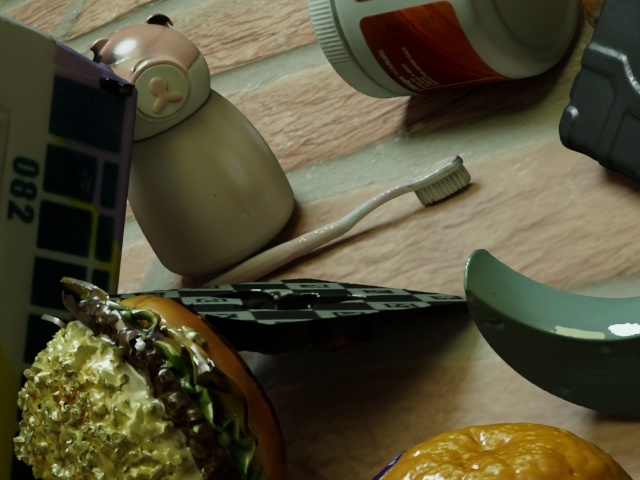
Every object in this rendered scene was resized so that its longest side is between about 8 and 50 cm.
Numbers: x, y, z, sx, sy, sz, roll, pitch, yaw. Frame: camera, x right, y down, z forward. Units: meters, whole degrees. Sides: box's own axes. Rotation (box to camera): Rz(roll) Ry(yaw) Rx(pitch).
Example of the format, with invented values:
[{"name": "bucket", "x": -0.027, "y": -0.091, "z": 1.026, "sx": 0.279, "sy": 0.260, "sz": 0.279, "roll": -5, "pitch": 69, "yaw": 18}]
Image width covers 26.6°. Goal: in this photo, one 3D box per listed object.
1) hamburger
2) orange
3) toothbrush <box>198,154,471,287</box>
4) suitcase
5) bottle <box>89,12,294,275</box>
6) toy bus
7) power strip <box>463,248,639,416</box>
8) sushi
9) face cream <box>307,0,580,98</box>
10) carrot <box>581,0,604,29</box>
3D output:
[{"name": "hamburger", "x": -0.127, "y": 0.144, "z": 0.963, "sx": 0.139, "sy": 0.261, "sz": 0.243, "roll": -30, "pitch": 29, "yaw": -29}, {"name": "orange", "x": 0.102, "y": 0.182, "z": 0.763, "sx": 0.177, "sy": 0.155, "sz": 0.177, "roll": -18, "pitch": -1, "yaw": 0}, {"name": "toothbrush", "x": 0.000, "y": 0.000, "z": 1.240, "sx": 0.307, "sy": 0.029, "sz": 0.025, "roll": -26, "pitch": 22, "yaw": 21}, {"name": "suitcase", "x": 0.288, "y": -0.174, "z": 1.000, "sx": 0.206, "sy": 0.066, "sz": 0.285, "roll": 41, "pitch": 119, "yaw": 59}, {"name": "bottle", "x": -0.135, "y": -0.098, "z": 1.277, "sx": 0.147, "sy": 0.236, "sz": 0.147, "roll": -22, "pitch": 25, "yaw": 11}, {"name": "toy bus", "x": -0.296, "y": 0.039, "z": 1.120, "sx": 0.209, "sy": 0.249, "sz": 0.440, "roll": -8, "pitch": 74, "yaw": 43}, {"name": "power strip", "x": 0.204, "y": 0.053, "z": 0.861, "sx": 0.216, "sy": 0.137, "sz": 0.044, "roll": -4, "pitch": 37, "yaw": 34}, {"name": "sushi", "x": -0.025, "y": 0.068, "z": 1.071, "sx": 0.231, "sy": 0.047, "sz": 0.219, "roll": -4, "pitch": 6, "yaw": -42}, {"name": "face cream", "x": 0.118, "y": -0.241, "z": 1.268, "sx": 0.187, "sy": 0.201, "sz": 0.201, "roll": -4, "pitch": 44, "yaw": 41}, {"name": "carrot", "x": 0.307, "y": -0.270, "z": 1.169, "sx": 0.225, "sy": 0.159, "sz": 0.159, "roll": -48, "pitch": 33, "yaw": -14}]
